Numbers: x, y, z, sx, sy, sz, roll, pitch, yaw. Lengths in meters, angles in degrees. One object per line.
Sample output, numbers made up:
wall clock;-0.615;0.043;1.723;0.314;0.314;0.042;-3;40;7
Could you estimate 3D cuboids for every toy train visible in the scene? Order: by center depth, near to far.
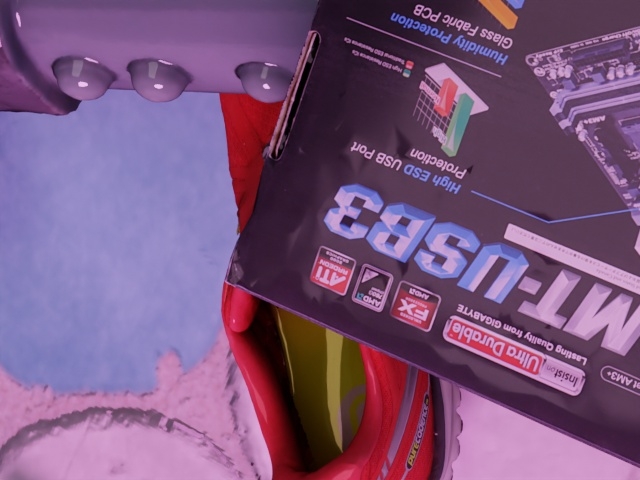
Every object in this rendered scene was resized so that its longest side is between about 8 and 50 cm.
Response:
toy train;-0.067;-0.150;0.785;0.334;0.142;0.190;4;73;16

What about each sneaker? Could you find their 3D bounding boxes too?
sneaker;0.000;0.000;0.802;0.107;0.118;0.279;-19;76;25

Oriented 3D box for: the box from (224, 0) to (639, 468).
box;0.145;-0.065;0.616;0.295;0.073;0.293;23;104;19
